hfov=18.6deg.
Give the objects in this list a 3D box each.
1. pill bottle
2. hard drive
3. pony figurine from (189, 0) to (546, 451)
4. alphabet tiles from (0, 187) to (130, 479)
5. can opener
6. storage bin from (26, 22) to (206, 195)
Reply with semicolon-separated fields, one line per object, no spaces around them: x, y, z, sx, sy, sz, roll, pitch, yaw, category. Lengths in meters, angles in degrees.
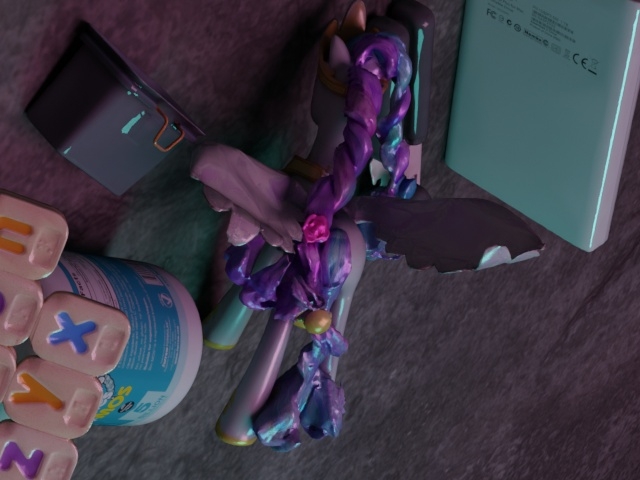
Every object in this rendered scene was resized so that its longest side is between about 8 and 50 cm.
-0.225;0.079;1.605;0.264;0.146;0.146;11;110;-58;pill bottle
0.225;-0.158;1.967;0.040;0.203;0.307;-33;143;-35;hard drive
0.000;0.000;1.721;0.303;0.351;0.363;13;113;-14;pony figurine
-0.296;0.082;1.454;0.278;0.021;0.284;19;109;-14;alphabet tiles
0.092;-0.102;1.939;0.076;0.095;0.283;-36;145;-32;can opener
-0.166;-0.095;1.582;0.091;0.098;0.135;-46;150;3;storage bin
